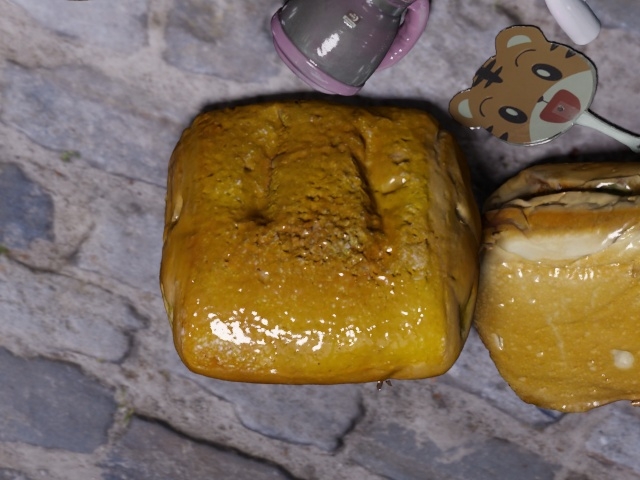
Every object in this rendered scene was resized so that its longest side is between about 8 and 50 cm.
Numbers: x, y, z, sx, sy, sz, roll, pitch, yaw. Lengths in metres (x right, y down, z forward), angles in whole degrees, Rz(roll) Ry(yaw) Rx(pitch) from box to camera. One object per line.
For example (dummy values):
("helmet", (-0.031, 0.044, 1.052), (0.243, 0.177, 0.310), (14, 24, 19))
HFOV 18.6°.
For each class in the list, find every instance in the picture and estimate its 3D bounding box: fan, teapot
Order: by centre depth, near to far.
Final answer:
("teapot", (0.042, -0.218, 1.966), (0.148, 0.116, 0.146), (33, 116, -23))
("fan", (0.260, -0.144, 2.105), (0.227, 0.008, 0.152), (22, 130, -19))

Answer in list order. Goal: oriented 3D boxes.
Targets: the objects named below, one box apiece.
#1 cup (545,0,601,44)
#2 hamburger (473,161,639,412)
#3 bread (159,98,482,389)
("cup", (0.341, -0.300, 1.848), (0.300, 0.167, 0.173), (-44, 129, 4))
("hamburger", (0.313, 0.051, 2.136), (0.304, 0.174, 0.284), (1, 124, 30))
("bread", (0.000, -0.006, 2.020), (0.337, 0.328, 0.148), (2, 136, 1))
